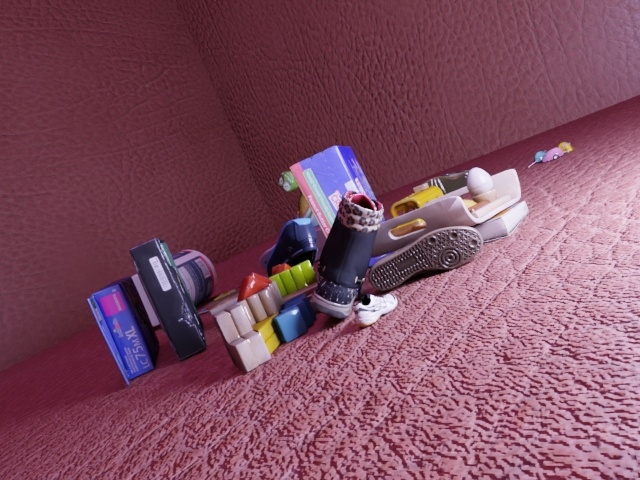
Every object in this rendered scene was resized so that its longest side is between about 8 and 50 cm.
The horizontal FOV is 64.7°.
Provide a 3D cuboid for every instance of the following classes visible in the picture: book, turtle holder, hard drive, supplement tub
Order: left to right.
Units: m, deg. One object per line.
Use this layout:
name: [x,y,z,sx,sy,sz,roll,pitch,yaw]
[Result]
hard drive: [-0.329,0.114,1.106,0.064,0.237,0.339,-24,6,-13]
supplement tub: [-0.482,0.150,1.645,0.191,0.191,0.272,-21,5,25]
turtle holder: [0.017,-0.132,1.829,0.227,0.243,0.320,-42,-38,15]
book: [0.309,-0.031,0.913,0.096,0.035,0.144,-21,4,39]

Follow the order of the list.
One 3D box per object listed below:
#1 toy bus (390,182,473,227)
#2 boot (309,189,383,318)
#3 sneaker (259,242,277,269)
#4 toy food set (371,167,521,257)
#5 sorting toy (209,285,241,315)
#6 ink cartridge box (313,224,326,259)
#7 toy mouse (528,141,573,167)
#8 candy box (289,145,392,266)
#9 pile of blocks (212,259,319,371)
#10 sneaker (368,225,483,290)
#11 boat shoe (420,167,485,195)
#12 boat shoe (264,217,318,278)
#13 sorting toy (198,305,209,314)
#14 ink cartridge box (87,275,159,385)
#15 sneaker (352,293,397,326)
toy bus: [0.265,-0.088,1.266,0.190,0.105,0.202,-23,6,-1]
boot: [0.050,0.007,0.826,0.085,0.179,0.236,18,16,3]
sneaker: [-0.107,0.018,1.803,0.258,0.094,0.091,-27,6,27]
toy food set: [0.225,-0.064,0.955,0.219,0.093,0.306,-22,-1,40]
sorting toy: [-0.195,0.149,1.206,0.132,0.046,0.274,-25,6,-11]
ink cartridge box: [0.000,0.000,1.611,0.154,0.093,0.212,-22,7,7]
toy mouse: [0.701,-0.265,1.551,0.143,0.031,0.161,-22,5,12]
candy box: [0.065,-0.084,1.204,0.122,0.268,0.317,-26,5,10]
pile of blocks: [-0.068,0.092,0.865,0.148,0.113,0.362,-22,6,14]
sneaker: [0.165,0.021,0.815,0.188,0.066,0.071,-22,7,15]
boat shoe: [0.438,-0.185,1.682,0.223,0.080,0.073,-16,1,15]
boat shoe: [-0.064,0.057,1.085,0.108,0.089,0.258,-14,-29,-15]
sorting toy: [-0.319,0.193,1.483,0.062,0.012,0.083,-22,6,19]
ink cartridge box: [-0.408,0.178,1.075,0.065,0.186,0.311,-22,5,-12]
sneaker: [0.077,0.087,0.702,0.031,0.037,0.083,-21,4,43]
